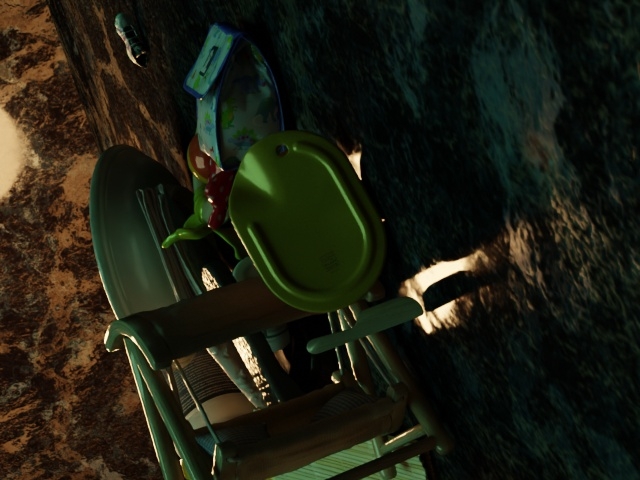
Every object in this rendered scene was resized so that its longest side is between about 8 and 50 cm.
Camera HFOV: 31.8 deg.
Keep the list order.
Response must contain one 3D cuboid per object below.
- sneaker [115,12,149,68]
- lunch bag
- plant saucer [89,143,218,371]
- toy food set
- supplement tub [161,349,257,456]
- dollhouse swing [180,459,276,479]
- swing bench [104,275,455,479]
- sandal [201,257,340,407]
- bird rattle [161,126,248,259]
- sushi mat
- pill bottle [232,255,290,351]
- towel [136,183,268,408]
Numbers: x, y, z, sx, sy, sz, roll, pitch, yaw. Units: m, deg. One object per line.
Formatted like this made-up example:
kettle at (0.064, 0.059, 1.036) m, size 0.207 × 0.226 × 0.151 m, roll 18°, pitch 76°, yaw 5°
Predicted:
sneaker at (-0.317, -0.341, 1.931) m, size 0.069 × 0.038 × 0.098 m, roll 48°, pitch 165°, yaw 51°
lunch bag at (-0.096, -0.164, 1.252) m, size 0.129 × 0.096 × 0.151 m, roll -138°, pitch 44°, yaw -66°
plant saucer at (-0.256, 0.018, 1.918) m, size 0.400 × 0.100 × 0.401 m, roll -16°, pitch -90°, yaw -76°
toy food set at (0.000, 0.000, 1.085) m, size 0.218 × 0.128 × 0.071 m, roll 62°, pitch -174°, yaw 5°
supplement tub at (-0.223, 0.330, 2.243) m, size 0.191 × 0.191 × 0.272 m, roll 84°, pitch 160°, yaw -47°
dollhouse swing at (-0.113, 0.495, 1.598) m, size 0.315 × 0.305 × 0.347 m, roll -6°, pitch 103°, yaw 34°
swing bench at (-0.047, 0.149, 1.128) m, size 0.255 × 0.253 × 0.165 m, roll 67°, pitch 154°, yaw 13°
sandal at (-0.009, 0.200, 1.475) m, size 0.446 × 0.107 × 0.167 m, roll 57°, pitch 166°, yaw -8°
bird rattle at (-0.139, -0.086, 1.465) m, size 0.253 × 0.143 × 0.207 m, roll 111°, pitch 152°, yaw -66°
sushi mat at (0.032, 0.284, 1.334) m, size 0.316 × 0.019 × 0.151 m, roll 0°, pitch 114°, yaw 51°
pill bottle at (-0.077, 0.090, 1.568) m, size 0.137 × 0.078 × 0.078 m, roll 84°, pitch 159°, yaw -46°
towel at (-0.153, 0.105, 1.723) m, size 0.317 × 0.053 × 0.332 m, roll 62°, pitch -177°, yaw 40°
